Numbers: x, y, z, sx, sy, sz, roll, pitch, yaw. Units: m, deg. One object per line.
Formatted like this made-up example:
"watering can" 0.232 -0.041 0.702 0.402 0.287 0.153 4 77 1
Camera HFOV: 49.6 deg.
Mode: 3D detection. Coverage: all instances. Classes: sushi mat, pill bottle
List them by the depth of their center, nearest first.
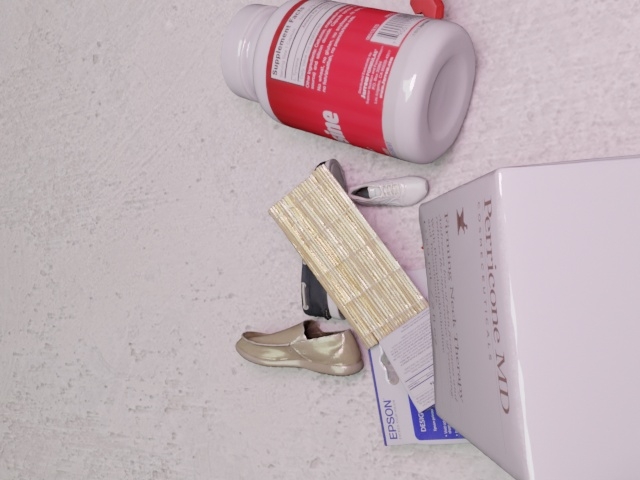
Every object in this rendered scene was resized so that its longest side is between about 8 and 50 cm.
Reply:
"pill bottle" 0.036 -0.287 1.186 0.407 0.229 0.229 21 104 29
"sushi mat" 0.046 0.032 1.211 0.151 0.019 0.317 -39 84 27

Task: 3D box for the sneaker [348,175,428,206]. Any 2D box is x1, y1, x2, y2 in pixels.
"sneaker" 0.120 -0.085 1.246 0.152 0.061 0.054 -7 88 31

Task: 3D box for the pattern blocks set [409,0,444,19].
"pattern blocks set" 0.124 -0.540 1.142 0.325 0.026 0.286 55 152 40

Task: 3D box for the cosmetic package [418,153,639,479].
"cosmetic package" 0.330 0.081 0.866 0.327 0.393 0.330 -5 87 -4

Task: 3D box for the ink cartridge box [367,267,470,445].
"ink cartridge box" 0.229 0.189 1.184 0.307 0.072 0.304 -13 83 35

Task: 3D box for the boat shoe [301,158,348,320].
"boat shoe" 0.000 0.000 1.295 0.091 0.114 0.303 0 92 26

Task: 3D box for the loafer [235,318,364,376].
"loafer" -0.041 0.198 1.346 0.268 0.102 0.092 4 94 22

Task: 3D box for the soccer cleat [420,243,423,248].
"soccer cleat" 0.204 -0.018 1.218 0.083 0.029 0.036 -45 62 22

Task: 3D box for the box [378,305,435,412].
"box" 0.189 0.188 1.128 0.126 0.072 0.137 -39 68 27
